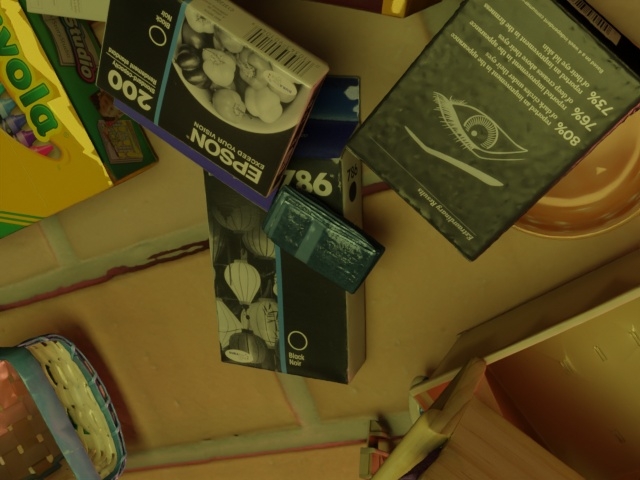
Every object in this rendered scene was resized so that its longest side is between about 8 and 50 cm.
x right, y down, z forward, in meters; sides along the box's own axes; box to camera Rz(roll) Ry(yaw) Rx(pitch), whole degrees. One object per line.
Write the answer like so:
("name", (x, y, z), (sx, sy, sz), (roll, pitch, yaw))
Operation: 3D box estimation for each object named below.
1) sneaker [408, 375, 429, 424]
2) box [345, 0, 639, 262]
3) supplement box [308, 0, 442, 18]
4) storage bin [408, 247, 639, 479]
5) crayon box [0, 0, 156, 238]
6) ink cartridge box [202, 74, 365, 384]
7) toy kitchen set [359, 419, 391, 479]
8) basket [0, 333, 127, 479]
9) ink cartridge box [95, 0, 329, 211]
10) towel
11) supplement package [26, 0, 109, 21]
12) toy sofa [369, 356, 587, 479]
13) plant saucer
("sneaker", (0.156, 0.209, 0.880), (0.085, 0.058, 0.152), (-10, 111, 33))
("box", (0.149, -0.112, 0.678), (0.153, 0.108, 0.207), (44, 122, 2))
("supplement box", (0.011, -0.308, 0.688), (0.194, 0.129, 0.191), (15, 116, 17))
("storage bin", (0.275, 0.168, 0.756), (0.262, 0.123, 0.260), (-34, 94, 38))
("crayon box", (-0.406, -0.187, 0.937), (0.313, 0.106, 0.363), (-20, 102, 29))
("ink cartridge box", (-0.039, -0.011, 0.875), (0.165, 0.065, 0.332), (6, 112, 22))
("toy kitchen set", (0.093, 0.240, 0.921), (0.075, 0.083, 0.068), (-7, 66, 26))
("basket", (-0.357, 0.238, 1.020), (0.289, 0.201, 0.254), (2, 116, 57))
("ink cartridge box", (-0.113, -0.133, 0.755), (0.206, 0.045, 0.208), (34, 140, 6))
("towel", (0.000, 0.000, 0.808), (0.119, 0.029, 0.067), (33, 121, 6))
("supplement package", (-0.192, -0.277, 0.805), (0.179, 0.105, 0.105), (12, 116, 19))
("toy sofa", (0.206, 0.285, 0.671), (0.362, 0.177, 0.150), (36, 127, 8))
("plant saucer", (0.219, -0.099, 0.737), (0.200, 0.037, 0.200), (9, 115, 20))
